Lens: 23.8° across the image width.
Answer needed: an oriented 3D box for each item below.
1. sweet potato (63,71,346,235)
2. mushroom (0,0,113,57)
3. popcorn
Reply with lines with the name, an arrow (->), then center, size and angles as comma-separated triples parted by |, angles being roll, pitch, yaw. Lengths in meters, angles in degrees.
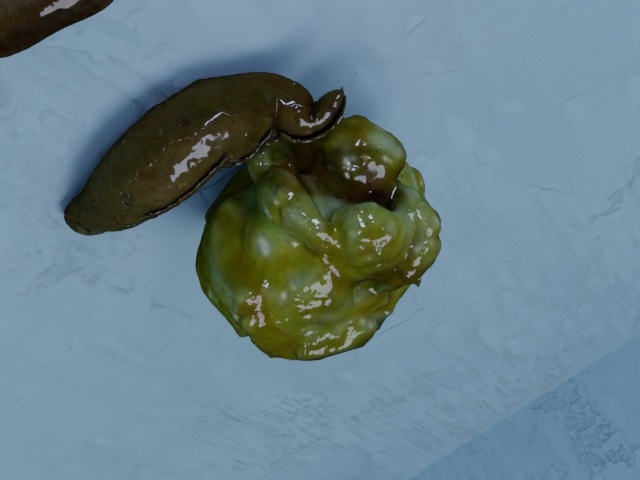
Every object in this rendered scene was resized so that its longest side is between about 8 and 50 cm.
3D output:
sweet potato -> -0.125, -0.088, 1.435 | 0.310, 0.098, 0.124 | -28, 158, 8
mushroom -> -0.200, -0.203, 1.132 | 0.210, 0.094, 0.072 | -29, 160, 6
popcorn -> -0.004, -0.004, 1.556 | 0.276, 0.225, 0.276 | -59, 180, -1
